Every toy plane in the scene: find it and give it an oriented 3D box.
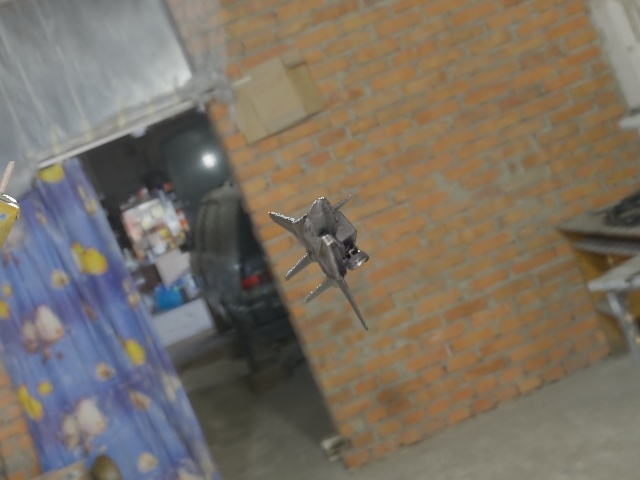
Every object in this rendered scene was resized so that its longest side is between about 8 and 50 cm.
[{"bbox_3d":[0.009,-0.007,1.370,0.088,0.212,0.267,-35,-18,-19],"label":"toy plane"}]

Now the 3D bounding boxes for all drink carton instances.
[{"bbox_3d":[-0.536,-0.032,1.765,0.200,0.084,0.074,-62,25,7],"label":"drink carton"}]
